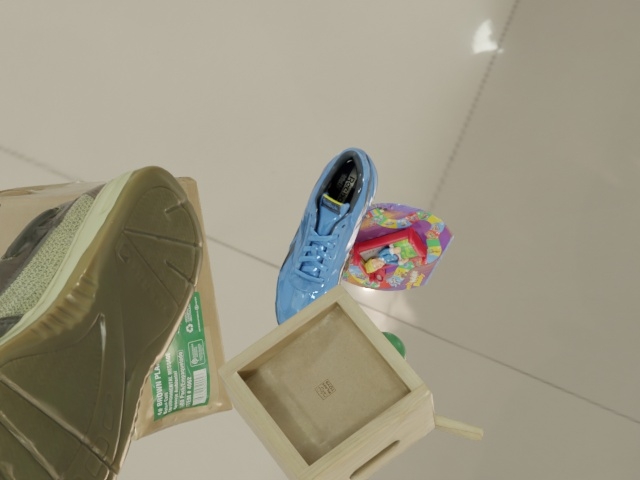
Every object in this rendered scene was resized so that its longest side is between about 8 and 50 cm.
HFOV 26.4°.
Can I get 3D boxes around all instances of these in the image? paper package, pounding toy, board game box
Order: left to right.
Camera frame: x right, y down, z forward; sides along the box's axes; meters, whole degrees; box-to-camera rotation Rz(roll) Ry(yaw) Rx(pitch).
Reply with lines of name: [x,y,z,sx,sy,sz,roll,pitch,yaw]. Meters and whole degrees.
paper package: [-0.287,0.082,1.832,0.168,0.309,0.325,-12,98,-40]
pounding toy: [0.025,0.119,0.996,0.141,0.100,0.130,-35,64,-11]
board game box: [0.083,0.022,1.657,0.133,0.169,0.033,13,50,-11]

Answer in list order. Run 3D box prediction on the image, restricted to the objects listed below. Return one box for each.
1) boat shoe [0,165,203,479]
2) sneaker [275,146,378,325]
boat shoe: [-0.118,0.056,0.552,0.080,0.073,0.223,56,39,-29]
sneaker: [0.000,0.000,1.427,0.069,0.082,0.209,21,83,12]
